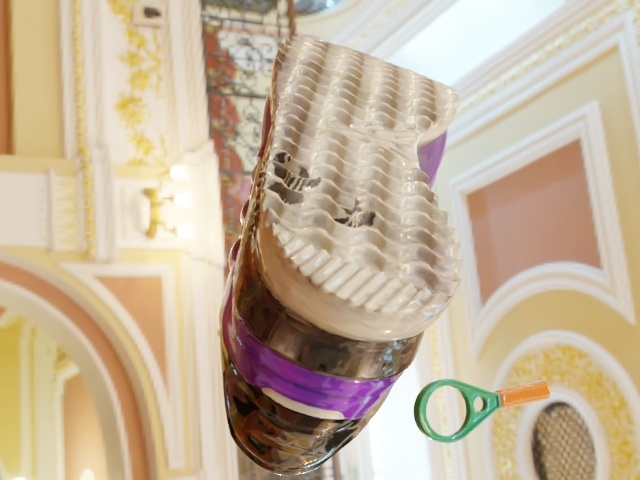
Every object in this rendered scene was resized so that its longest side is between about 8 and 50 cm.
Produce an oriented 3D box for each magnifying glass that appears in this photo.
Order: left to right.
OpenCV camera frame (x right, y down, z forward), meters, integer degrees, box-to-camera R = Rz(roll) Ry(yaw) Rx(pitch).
[{"bbox_3d":[0.241,0.241,1.432,0.026,0.230,0.092,163,-81,-67],"label":"magnifying glass"}]

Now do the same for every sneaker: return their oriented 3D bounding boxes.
[{"bbox_3d":[-0.001,0.000,0.492,0.293,0.102,0.146,-76,-175,-60],"label":"sneaker"}]
